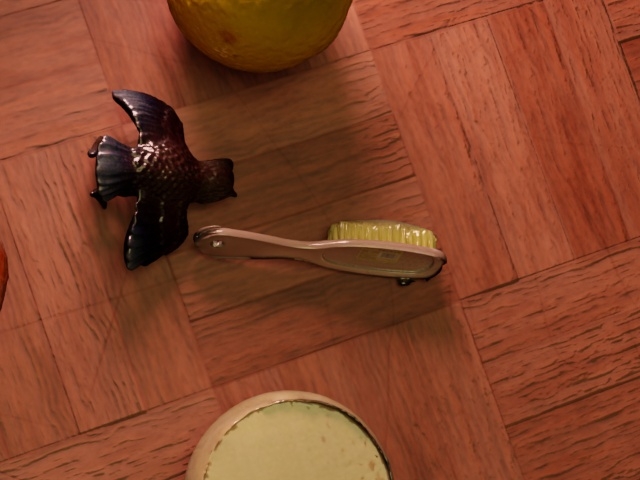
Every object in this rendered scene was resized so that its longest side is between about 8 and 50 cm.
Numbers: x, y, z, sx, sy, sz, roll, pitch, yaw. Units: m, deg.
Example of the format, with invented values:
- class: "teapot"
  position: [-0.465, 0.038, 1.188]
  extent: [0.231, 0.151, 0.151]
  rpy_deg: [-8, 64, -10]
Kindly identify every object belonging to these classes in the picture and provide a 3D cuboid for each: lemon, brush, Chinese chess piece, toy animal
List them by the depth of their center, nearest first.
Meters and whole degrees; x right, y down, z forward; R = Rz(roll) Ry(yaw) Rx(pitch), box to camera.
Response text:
- class: "Chinese chess piece"
  position: [-0.035, 0.298, 1.917]
  extent: [0.250, 0.103, 0.249]
  rpy_deg: [2, 81, -14]
- class: "lemon"
  position: [-0.069, -0.311, 1.931]
  extent: [0.228, 0.253, 0.228]
  rpy_deg: [-1, 94, -12]
- class: "toy animal"
  position: [-0.180, -0.074, 1.932]
  extent: [0.179, 0.116, 0.218]
  rpy_deg: [-1, 79, -15]
- class: "brush"
  position: [0.000, 0.000, 2.003]
  extent: [0.313, 0.072, 0.067]
  rpy_deg: [5, 54, -13]

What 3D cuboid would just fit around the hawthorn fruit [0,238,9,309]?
- class: "hawthorn fruit"
  position: [-0.482, 0.036, 1.714]
  extent: [0.285, 0.369, 0.284]
  rpy_deg: [-1, 76, 4]
